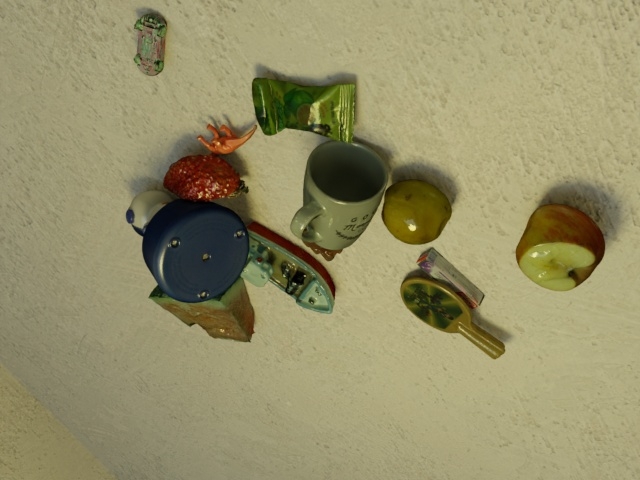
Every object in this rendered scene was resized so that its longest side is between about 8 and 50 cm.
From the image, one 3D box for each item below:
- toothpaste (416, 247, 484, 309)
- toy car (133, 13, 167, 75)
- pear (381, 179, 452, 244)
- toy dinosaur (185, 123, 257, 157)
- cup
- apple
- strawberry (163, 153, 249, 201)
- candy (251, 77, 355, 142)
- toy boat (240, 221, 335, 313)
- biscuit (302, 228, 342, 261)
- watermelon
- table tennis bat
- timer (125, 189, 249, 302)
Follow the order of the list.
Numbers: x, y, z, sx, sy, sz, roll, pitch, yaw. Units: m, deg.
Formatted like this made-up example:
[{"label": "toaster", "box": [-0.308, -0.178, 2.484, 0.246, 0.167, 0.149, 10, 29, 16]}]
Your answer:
[{"label": "toothpaste", "box": [0.331, 0.099, 1.820, 0.196, 0.040, 0.047, 41, 139, -13]}, {"label": "toy car", "box": [-0.394, -0.457, 1.677, 0.069, 0.055, 0.142, 19, 123, 10]}, {"label": "pear", "box": [0.215, -0.065, 1.649, 0.162, 0.149, 0.149, 22, 137, 15]}, {"label": "toy dinosaur", "box": [-0.261, -0.243, 1.805, 0.279, 0.055, 0.101, -3, 147, 40]}, {"label": "cup", "box": [0.020, -0.073, 1.672, 0.186, 0.258, 0.234, 40, 147, 17]}, {"label": "apple", "box": [0.518, 0.012, 1.542, 0.173, 0.160, 0.195, 28, 147, 13]}, {"label": "strawberry", "box": [-0.303, -0.170, 1.833, 0.236, 0.175, 0.107, 0, 112, 5]}, {"label": "candy", "box": [-0.032, -0.295, 1.623, 0.246, 0.069, 0.149, 12, 130, 25]}, {"label": "toy boat", "box": [-0.099, 0.097, 1.986, 0.332, 0.133, 0.145, 33, 137, -4]}, {"label": "biscuit", "box": [0.000, 0.000, 1.922, 0.130, 0.019, 0.119, 22, 138, 8]}, {"label": "watermelon", "box": [-0.352, 0.180, 2.216, 0.264, 0.151, 0.302, 1, 148, 24]}, {"label": "table tennis bat", "box": [0.347, 0.200, 1.878, 0.321, 0.050, 0.198, 37, 150, 2]}, {"label": "timer", "box": [-0.396, -0.027, 1.939, 0.383, 0.270, 0.270, 33, 149, 46]}]
